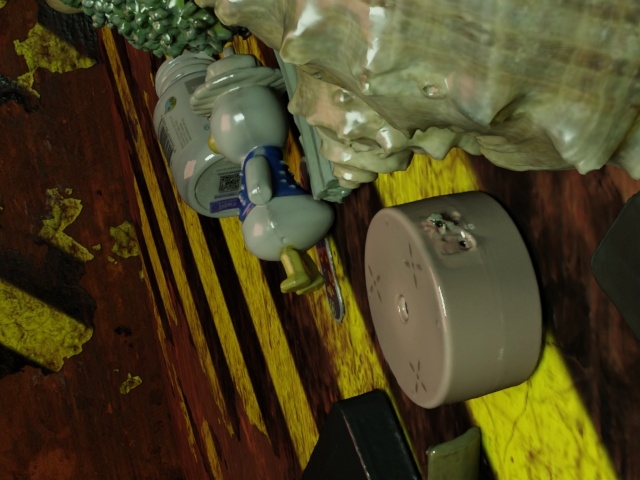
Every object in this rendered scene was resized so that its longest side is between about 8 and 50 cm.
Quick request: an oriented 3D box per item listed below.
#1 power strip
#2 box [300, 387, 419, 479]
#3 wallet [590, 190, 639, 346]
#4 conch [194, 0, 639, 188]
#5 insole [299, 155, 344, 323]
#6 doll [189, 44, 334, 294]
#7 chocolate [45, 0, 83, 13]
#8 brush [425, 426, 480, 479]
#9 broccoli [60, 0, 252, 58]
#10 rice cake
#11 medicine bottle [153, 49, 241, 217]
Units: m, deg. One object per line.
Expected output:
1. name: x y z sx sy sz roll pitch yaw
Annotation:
1. power strip: 0.093 0.040 0.690 0.154 0.078 0.154 170 90 -74
2. box: 0.051 0.323 1.089 0.350 0.058 0.211 108 143 -60
3. wallet: 0.191 0.052 0.485 0.082 0.018 0.157 103 148 -57
4. conch: 0.055 -0.157 0.479 0.297 0.210 0.352 44 148 37
5. insole: 0.000 0.000 1.095 0.065 0.004 0.197 170 87 -73
6. doll: -0.063 -0.082 1.042 0.138 0.119 0.293 23 -132 -72
7. chocolate: -0.333 -0.483 1.324 0.314 0.297 0.326 56 153 39
8. brush: 0.120 0.286 0.838 0.048 0.054 0.283 39 140 50
9. broccoli: -0.184 -0.339 0.897 0.334 0.272 0.324 28 -175 21
10. rice cake: -0.008 -0.158 0.927 0.127 0.043 0.237 133 124 -70
11. medicine bottle: -0.142 -0.145 1.221 0.135 0.135 0.215 97 155 -49
